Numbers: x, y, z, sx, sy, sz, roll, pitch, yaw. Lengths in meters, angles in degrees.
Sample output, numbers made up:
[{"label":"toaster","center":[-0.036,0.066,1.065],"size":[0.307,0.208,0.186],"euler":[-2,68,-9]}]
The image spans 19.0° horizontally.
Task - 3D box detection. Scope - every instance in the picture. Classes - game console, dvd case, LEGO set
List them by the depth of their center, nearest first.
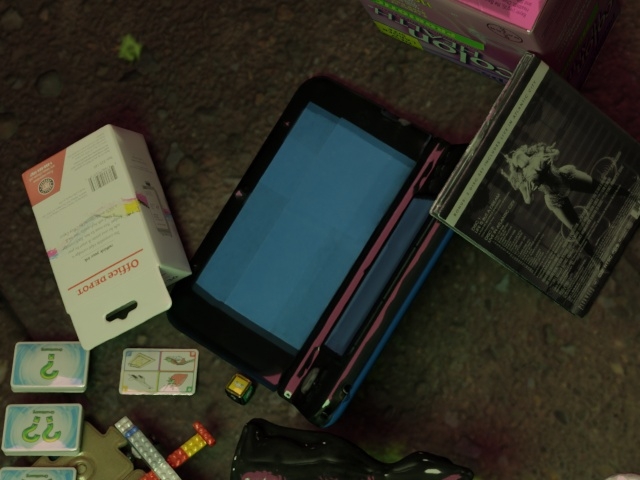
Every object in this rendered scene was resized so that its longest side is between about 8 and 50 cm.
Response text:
[{"label":"dvd case","center":[0.209,-0.046,1.713],"size":[0.018,0.221,0.165],"euler":[28,86,51]},{"label":"game console","center":[0.000,0.000,1.782],"size":[0.173,0.250,0.293],"euler":[31,88,-7]},{"label":"LEGO set","center":[-0.188,0.175,1.825],"size":[0.244,0.060,0.182],"euler":[0,63,7]}]

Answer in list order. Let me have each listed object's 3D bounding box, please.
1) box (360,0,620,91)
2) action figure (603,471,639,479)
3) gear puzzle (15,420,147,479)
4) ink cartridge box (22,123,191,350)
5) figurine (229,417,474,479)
[{"label":"box","center":[0.142,-0.240,1.749],"size":[0.213,0.243,0.117],"euler":[26,86,19]},{"label":"action figure","center":[0.237,0.412,1.577],"size":[0.248,0.276,0.370],"euler":[32,74,14]},{"label":"gear puzzle","center":[-0.163,0.323,1.793],"size":[0.339,0.044,0.175],"euler":[38,70,25]},{"label":"ink cartridge box","center":[-0.205,0.001,1.880],"size":[0.115,0.067,0.198],"euler":[-27,71,21]},{"label":"figurine","center":[0.041,0.259,1.706],"size":[0.209,0.215,0.092],"euler":[4,46,14]}]
